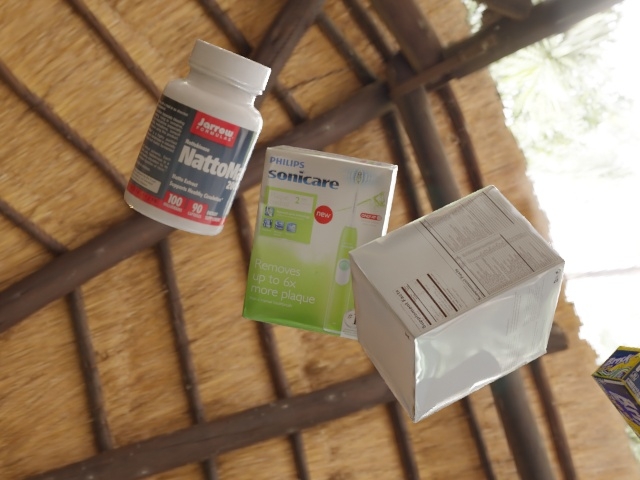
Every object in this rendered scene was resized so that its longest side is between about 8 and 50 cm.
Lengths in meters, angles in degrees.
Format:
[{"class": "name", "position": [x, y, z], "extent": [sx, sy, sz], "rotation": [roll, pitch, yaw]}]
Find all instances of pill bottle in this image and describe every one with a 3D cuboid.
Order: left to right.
[{"class": "pill bottle", "position": [-0.121, -0.106, 0.880], "extent": [0.108, 0.108, 0.180], "rotation": [10, -76, -52]}]

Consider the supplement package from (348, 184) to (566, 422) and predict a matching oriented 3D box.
[{"class": "supplement package", "position": [0.161, 0.078, 1.052], "extent": [0.149, 0.203, 0.194], "rotation": [54, 161, 37]}]

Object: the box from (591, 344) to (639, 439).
[{"class": "box", "position": [0.378, 0.196, 0.950], "extent": [0.054, 0.059, 0.169], "rotation": [-42, -81, -15]}]

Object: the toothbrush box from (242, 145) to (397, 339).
[{"class": "toothbrush box", "position": [0.000, 0.000, 1.416], "extent": [0.122, 0.206, 0.283], "rotation": [-44, -35, -79]}]
